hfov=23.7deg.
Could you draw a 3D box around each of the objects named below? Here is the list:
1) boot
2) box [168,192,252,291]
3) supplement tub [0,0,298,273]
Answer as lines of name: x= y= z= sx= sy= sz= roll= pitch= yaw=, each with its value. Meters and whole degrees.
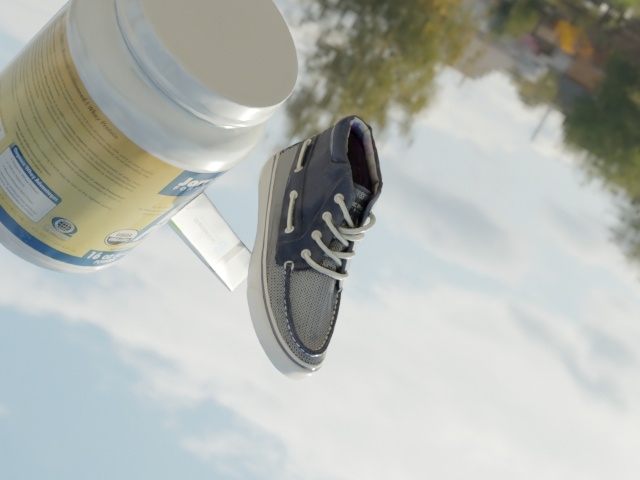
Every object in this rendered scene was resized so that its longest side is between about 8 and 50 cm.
boot: x=0.000 y=0.000 z=1.074 sx=0.069 sy=0.086 sz=0.190 roll=26 pitch=-132 yaw=-38
box: x=-0.128 y=-0.049 z=1.199 sx=0.145 sy=0.038 sz=0.186 roll=46 pitch=174 yaw=26
supplement tub: x=-0.123 y=-0.082 z=0.958 sx=0.144 sy=0.199 sz=0.144 roll=28 pitch=-136 yaw=-30
